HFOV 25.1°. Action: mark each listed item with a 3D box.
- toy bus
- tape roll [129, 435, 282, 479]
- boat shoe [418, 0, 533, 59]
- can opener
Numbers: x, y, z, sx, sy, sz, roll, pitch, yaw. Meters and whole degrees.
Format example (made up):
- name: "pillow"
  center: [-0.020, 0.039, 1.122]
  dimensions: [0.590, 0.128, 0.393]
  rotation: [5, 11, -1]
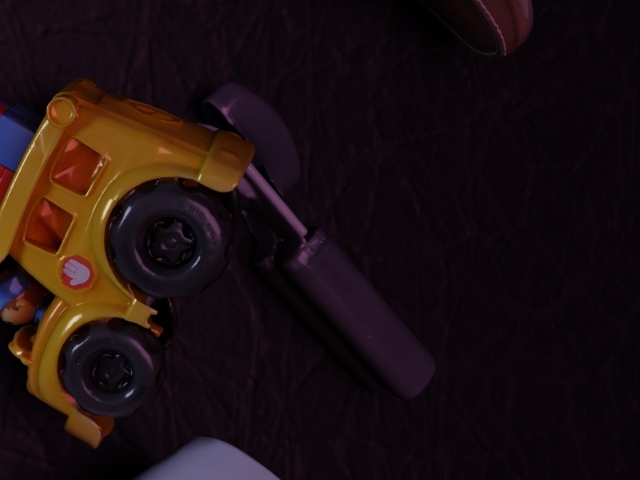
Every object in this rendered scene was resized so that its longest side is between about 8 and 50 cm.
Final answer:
- name: "toy bus"
  center: [-0.174, -0.003, 0.962]
  dimensions: [0.211, 0.149, 0.220]
  rotation: [26, 101, -9]
- name: "tape roll"
  center: [-0.084, 0.277, 0.958]
  dimensions: [0.169, 0.246, 0.246]
  rotation: [-33, 107, -27]
- name: "boat shoe"
  center: [0.034, -0.252, 1.117]
  dimensions: [0.324, 0.123, 0.116]
  rotation: [45, 75, -17]
- name: "can opener"
  center: [0.000, 0.000, 1.110]
  dimensions: [0.283, 0.076, 0.095]
  rotation: [49, 67, -24]
